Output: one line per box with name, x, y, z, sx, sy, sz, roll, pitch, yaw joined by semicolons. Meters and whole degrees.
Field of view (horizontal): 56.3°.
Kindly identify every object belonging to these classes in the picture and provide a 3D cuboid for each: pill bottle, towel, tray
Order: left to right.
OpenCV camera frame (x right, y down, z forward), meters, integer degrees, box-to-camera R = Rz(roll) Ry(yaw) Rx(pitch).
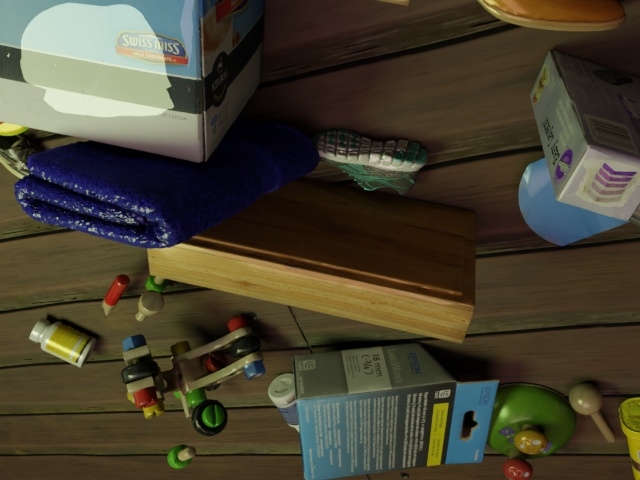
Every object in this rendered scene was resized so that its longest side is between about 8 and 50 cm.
pill bottle;-0.520;0.203;1.207;0.116;0.065;0.065;27;129;-7
towel;-0.165;-0.091;0.709;0.228;0.308;0.076;11;117;24
pill bottle;-0.049;0.322;1.172;0.067;0.067;0.120;-12;123;23
tray;0.000;0.000;0.819;0.411;0.202;0.076;11;128;6

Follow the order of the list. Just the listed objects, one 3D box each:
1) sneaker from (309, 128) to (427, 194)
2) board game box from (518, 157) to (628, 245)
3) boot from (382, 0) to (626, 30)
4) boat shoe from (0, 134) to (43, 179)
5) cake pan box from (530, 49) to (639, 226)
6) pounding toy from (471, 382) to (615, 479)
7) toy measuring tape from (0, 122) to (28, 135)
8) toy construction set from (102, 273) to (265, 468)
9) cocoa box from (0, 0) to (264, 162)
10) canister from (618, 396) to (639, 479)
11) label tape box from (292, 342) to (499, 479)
sneaker;0.058;-0.101;0.819;0.167;0.065;0.076;13;134;8
board game box;0.345;-0.072;0.783;0.169;0.033;0.133;-24;113;24
boot;0.188;-0.329;0.583;0.295;0.104;0.211;8;119;-3
boat shoe;-0.472;-0.138;0.934;0.152;0.056;0.049;28;134;-7
cake pan box;0.354;-0.092;0.613;0.246;0.266;0.070;15;127;0
pounding toy;0.383;0.348;1.048;0.237;0.110;0.183;-15;122;25
toy measuring tape;-0.380;-0.197;0.836;0.330;0.121;0.121;7;129;-3
toy construction set;-0.281;0.216;1.079;0.309;0.257;0.237;50;138;1
cocoa box;-0.254;-0.265;0.661;0.347;0.231;0.227;12;128;6
canister;0.587;0.346;1.016;0.126;0.073;0.170;-11;125;23
label tape box;0.126;0.305;1.072;0.334;0.106;0.240;-5;127;-3
